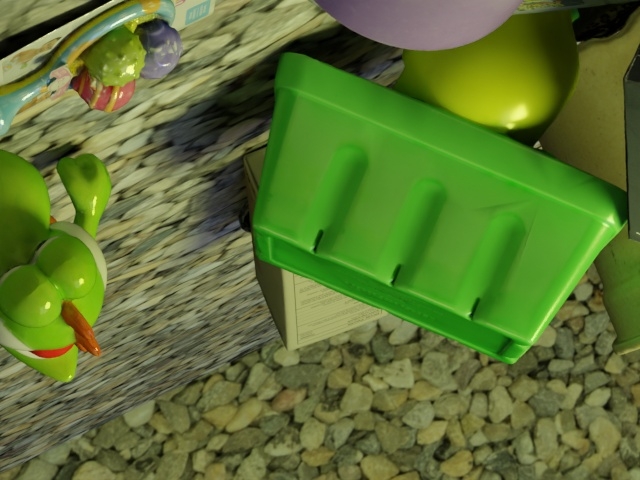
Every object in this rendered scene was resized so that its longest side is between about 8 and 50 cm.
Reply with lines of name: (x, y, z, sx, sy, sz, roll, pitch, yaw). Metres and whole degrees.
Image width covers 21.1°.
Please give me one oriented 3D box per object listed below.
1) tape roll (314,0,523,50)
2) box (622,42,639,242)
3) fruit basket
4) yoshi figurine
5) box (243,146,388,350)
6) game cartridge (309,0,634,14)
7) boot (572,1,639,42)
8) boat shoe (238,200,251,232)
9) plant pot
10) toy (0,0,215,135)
tape roll: (0.067, -0.223, 1.104, 0.189, 0.189, 0.080, -24, 169, -25)
box: (0.393, -0.166, 1.448, 0.312, 0.179, 0.343, -65, 162, -14)
fruit basket: (0.135, -0.108, 1.682, 0.392, 0.392, 0.283, -28, 170, -6)
yoshi figurine: (-0.280, 0.003, 1.505, 0.203, 0.204, 0.362, 17, 172, -15)
box: (0.000, 0.000, 2.026, 0.148, 0.121, 0.311, -20, 155, -11)
game cartridge: (0.132, -0.216, 1.368, 0.294, 0.060, 0.196, -3, -178, 17)
boot: (0.331, -0.286, 1.875, 0.236, 0.085, 0.178, -33, 174, 25)
boat shoe: (-0.013, -0.057, 2.110, 0.183, 0.065, 0.083, -33, 167, 23)
plant pot: (0.383, -0.091, 1.855, 0.334, 0.305, 0.334, -31, 177, -2)
toy: (-0.170, -0.130, 1.313, 0.237, 0.056, 0.137, -26, 171, -14)
